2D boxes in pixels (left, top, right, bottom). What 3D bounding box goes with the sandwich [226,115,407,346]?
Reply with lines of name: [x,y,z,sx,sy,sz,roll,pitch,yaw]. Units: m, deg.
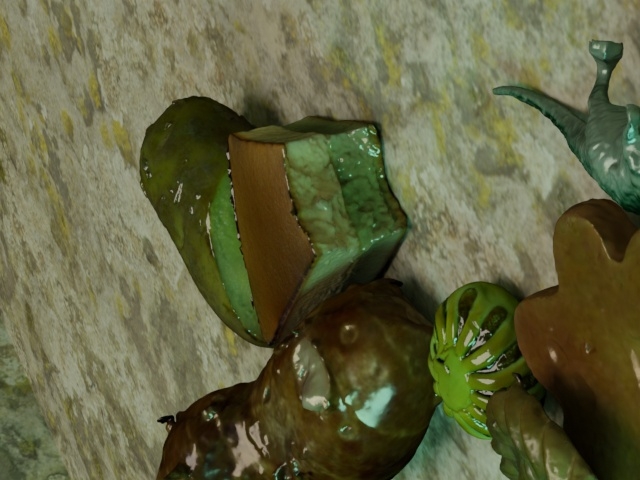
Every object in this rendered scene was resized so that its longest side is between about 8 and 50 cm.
sandwich: [0.000,0.000,1.675,0.186,0.108,0.220,17,119,64]

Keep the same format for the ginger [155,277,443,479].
ginger: [-0.027,0.186,1.711,0.176,0.254,0.418,64,150,14]

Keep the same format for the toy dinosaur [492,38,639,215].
toy dinosaur: [0.208,-0.097,1.198,0.383,0.076,0.129,-105,32,-68]

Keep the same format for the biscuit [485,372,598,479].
biscuit: [0.183,0.207,1.376,0.187,0.036,0.273,55,172,49]

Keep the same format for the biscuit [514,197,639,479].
biscuit: [0.252,0.089,1.227,0.275,0.052,0.355,67,156,9]

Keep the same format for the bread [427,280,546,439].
bread: [0.136,0.106,1.485,0.130,0.071,0.139,62,155,16]

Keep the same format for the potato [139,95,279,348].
potato: [-0.086,-0.021,1.833,0.298,0.141,0.176,58,167,18]
